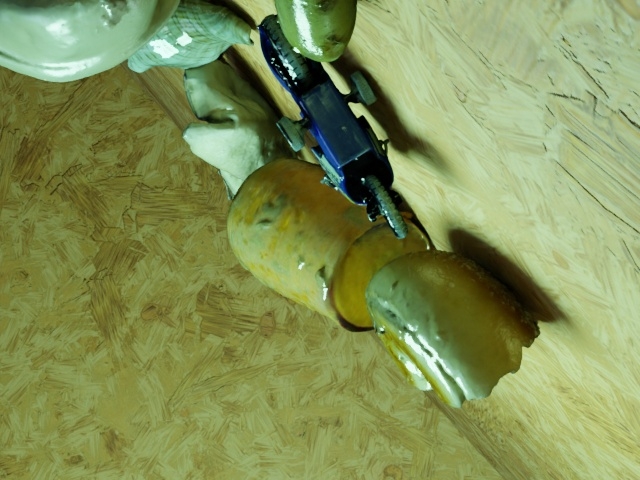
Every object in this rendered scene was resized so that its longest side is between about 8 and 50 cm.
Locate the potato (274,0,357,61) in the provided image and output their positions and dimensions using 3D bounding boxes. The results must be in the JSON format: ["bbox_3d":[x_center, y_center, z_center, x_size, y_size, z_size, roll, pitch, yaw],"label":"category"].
[{"bbox_3d":[-0.005,-0.234,0.887,0.188,0.085,0.105,73,177,-65],"label":"potato"}]

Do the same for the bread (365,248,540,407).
[{"bbox_3d":[0.157,0.098,1.292,0.192,0.171,0.314,51,172,1],"label":"bread"}]

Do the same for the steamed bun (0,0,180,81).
[{"bbox_3d":[-0.324,-0.332,1.304,0.324,0.310,0.219,9,144,26],"label":"steamed bun"}]

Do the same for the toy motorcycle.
[{"bbox_3d":[0.016,-0.138,1.171,0.315,0.113,0.169,58,-178,-1],"label":"toy motorcycle"}]

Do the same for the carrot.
[{"bbox_3d":[0.000,0.000,1.527,0.340,0.224,0.224,36,166,49],"label":"carrot"}]

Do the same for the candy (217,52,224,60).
[{"bbox_3d":[-0.204,-0.335,1.692,0.094,0.051,0.226,51,174,10],"label":"candy"}]

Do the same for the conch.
[{"bbox_3d":[-0.244,-0.333,1.490,0.386,0.169,0.203,45,-175,35],"label":"conch"}]

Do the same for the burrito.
[{"bbox_3d":[-0.137,-0.186,1.696,0.135,0.190,0.332,0,158,15],"label":"burrito"}]
